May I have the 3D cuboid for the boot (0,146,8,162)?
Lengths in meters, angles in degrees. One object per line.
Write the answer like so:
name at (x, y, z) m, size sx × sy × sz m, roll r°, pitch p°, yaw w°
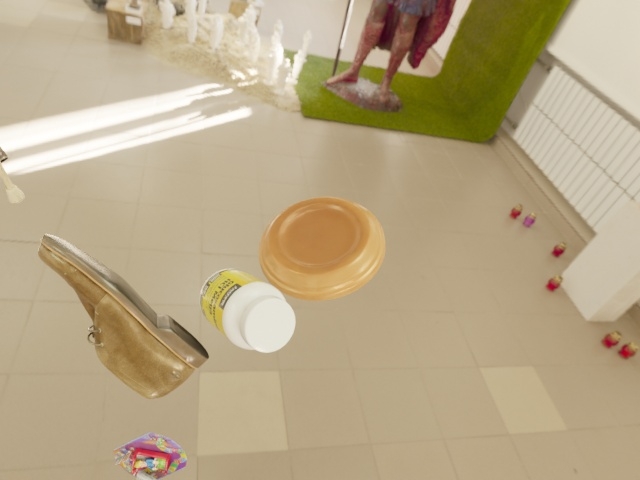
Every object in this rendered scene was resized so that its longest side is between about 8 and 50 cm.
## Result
boot at (-0.725, -0.166, 0.948) m, size 0.087 × 0.118 × 0.042 m, roll 44°, pitch -1°, yaw -20°

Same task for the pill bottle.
pill bottle at (-0.209, 0.195, 1.281) m, size 0.188 × 0.187 × 0.334 m, roll -9°, pitch 11°, yaw -30°

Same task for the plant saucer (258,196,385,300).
plant saucer at (0.000, 0.000, 0.700) m, size 0.200 × 0.037 × 0.200 m, roll -5°, pitch 51°, yaw 6°

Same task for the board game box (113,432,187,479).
board game box at (-0.391, 0.509, 1.031) m, size 0.133 × 0.169 × 0.033 m, roll 55°, pitch 17°, yaw -22°

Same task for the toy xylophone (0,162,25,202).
toy xylophone at (-0.666, -0.163, 0.785) m, size 0.236 × 0.322 × 0.081 m, roll 21°, pitch 53°, yaw 17°

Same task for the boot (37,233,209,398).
boot at (-0.319, 0.120, 0.685) m, size 0.115 × 0.112 × 0.305 m, roll -45°, pitch 102°, yaw -7°

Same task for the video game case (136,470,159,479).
video game case at (-0.368, 0.626, 1.034) m, size 0.143 × 0.157 × 0.019 m, roll 9°, pitch 9°, yaw 28°
